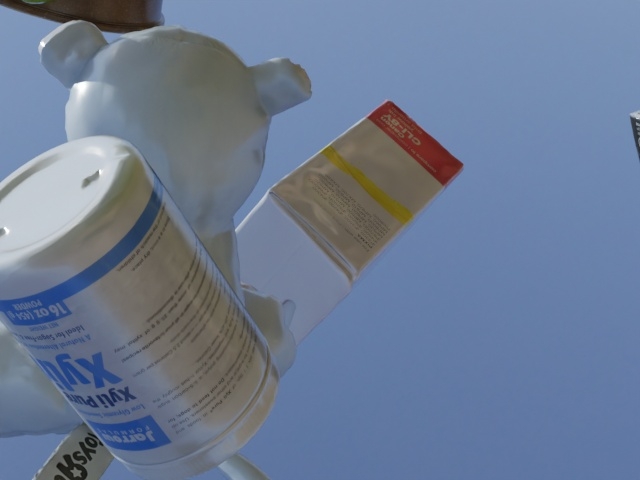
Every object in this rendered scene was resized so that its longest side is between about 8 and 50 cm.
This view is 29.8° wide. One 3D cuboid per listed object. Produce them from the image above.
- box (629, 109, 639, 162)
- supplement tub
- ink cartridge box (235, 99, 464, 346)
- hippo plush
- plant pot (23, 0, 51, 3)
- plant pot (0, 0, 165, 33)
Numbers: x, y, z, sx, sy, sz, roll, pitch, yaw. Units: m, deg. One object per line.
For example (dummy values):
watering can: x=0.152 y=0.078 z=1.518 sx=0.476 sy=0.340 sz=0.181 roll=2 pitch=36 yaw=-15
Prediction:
box: x=0.437 y=-0.056 z=1.172 sx=0.142 sy=0.163 sz=0.247 roll=-22 pitch=-158 yaw=-11
supplement tub: x=-0.066 y=0.024 z=0.412 sx=0.107 sy=0.071 sz=0.071 roll=59 pitch=-154 yaw=-33
ink cartridge box: x=0.000 y=0.000 z=1.652 sx=0.160 sy=0.279 sz=0.384 roll=44 pitch=-145 yaw=3
hippo plush: x=-0.125 y=-0.007 z=0.697 sx=0.234 sy=0.237 sz=0.294 roll=2 pitch=-171 yaw=-1
plant pot: x=-0.024 y=-0.229 z=0.277 sx=0.207 sy=0.228 sz=0.227 roll=-22 pitch=-117 yaw=-20
plant pot: x=-0.180 y=-0.263 z=0.920 sx=0.167 sy=0.165 sz=0.167 roll=16 pitch=-160 yaw=-6
